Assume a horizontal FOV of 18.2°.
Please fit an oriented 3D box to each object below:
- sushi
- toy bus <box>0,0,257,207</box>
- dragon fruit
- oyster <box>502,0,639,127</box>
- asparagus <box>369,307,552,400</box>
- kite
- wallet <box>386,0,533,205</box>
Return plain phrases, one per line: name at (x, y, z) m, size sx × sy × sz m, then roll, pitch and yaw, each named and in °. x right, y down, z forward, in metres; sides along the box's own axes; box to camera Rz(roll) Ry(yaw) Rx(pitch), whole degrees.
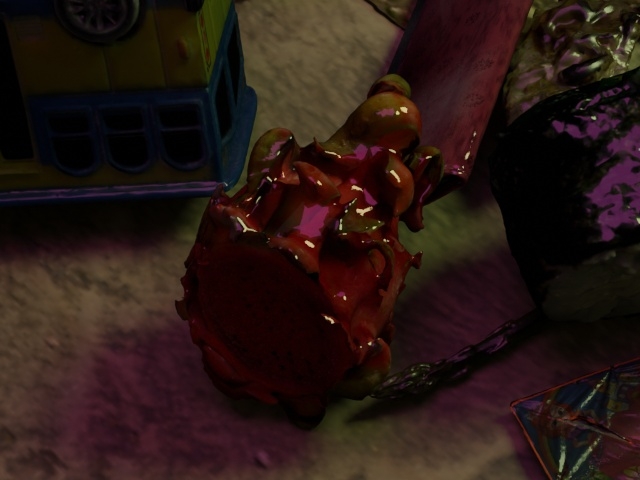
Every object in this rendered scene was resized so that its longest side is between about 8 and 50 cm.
sushi at (0.211, -0.036, 1.126) m, size 0.225 × 0.124 × 0.127 m, roll -10°, pitch 64°, yaw -5°
toy bus at (-0.195, -0.117, 1.251) m, size 0.288 × 0.175 × 0.138 m, roll -3°, pitch 33°, yaw 8°
dragon fruit at (0.000, 0.000, 1.125) m, size 0.133 × 0.150 × 0.207 m, roll 28°, pitch 89°, yaw -1°
oyster at (0.151, -0.115, 1.252) m, size 0.105 × 0.056 × 0.177 m, roll -4°, pitch 50°, yaw 49°
asparagus at (0.129, 0.043, 1.164) m, size 0.233 × 0.022 × 0.023 m, roll -27°, pitch 95°, yaw -16°
kite at (0.180, 0.114, 1.101) m, size 0.159 × 0.010 × 0.190 m, roll 17°, pitch 56°, yaw 21°
wallet at (0.080, -0.105, 1.255) m, size 0.119 × 0.025 × 0.232 m, roll -23°, pitch 35°, yaw 45°
